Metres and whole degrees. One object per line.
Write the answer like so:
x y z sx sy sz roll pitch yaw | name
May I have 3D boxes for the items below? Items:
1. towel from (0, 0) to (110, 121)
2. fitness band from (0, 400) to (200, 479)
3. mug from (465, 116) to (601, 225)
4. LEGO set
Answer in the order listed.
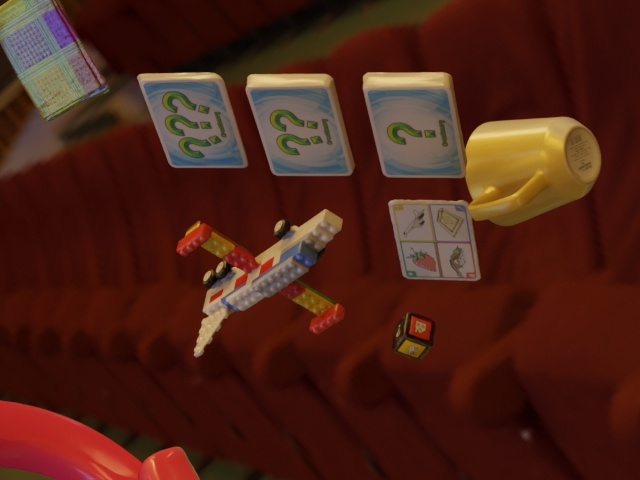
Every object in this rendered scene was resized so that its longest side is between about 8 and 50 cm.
-0.178 -0.122 1.197 0.060 0.083 0.009 -26 9 33 | towel
-0.130 0.193 0.858 0.209 0.291 0.054 -12 -37 -28 | fitness band
0.125 -0.037 1.059 0.064 0.062 0.078 -12 55 45 | mug
0.000 0.000 1.091 0.182 0.244 0.060 1 52 13 | LEGO set
